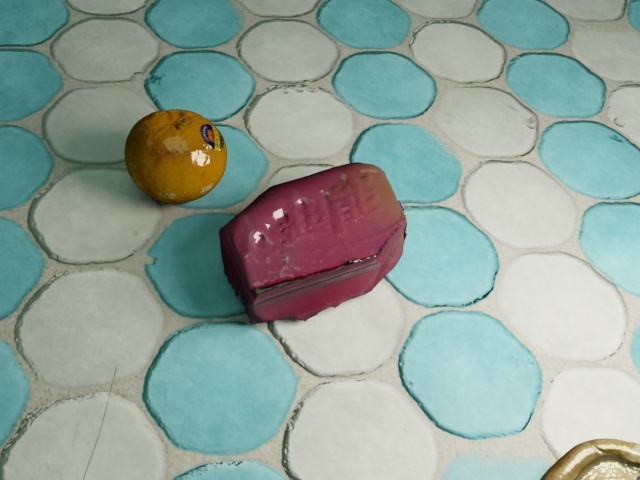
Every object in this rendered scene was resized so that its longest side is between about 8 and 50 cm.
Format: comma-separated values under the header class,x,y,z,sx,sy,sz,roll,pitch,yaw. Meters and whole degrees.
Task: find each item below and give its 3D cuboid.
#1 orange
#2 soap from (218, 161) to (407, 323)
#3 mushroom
class,x,y,z,sx,sy,sz,roll,pitch,yaw
orange,-0.249,-0.146,1.267,0.177,0.155,0.178,9,47,-9
soap,0.000,0.000,1.201,0.324,0.127,0.220,-16,57,-19
mushroom,0.372,0.335,1.012,0.209,0.072,0.094,-28,61,-29
